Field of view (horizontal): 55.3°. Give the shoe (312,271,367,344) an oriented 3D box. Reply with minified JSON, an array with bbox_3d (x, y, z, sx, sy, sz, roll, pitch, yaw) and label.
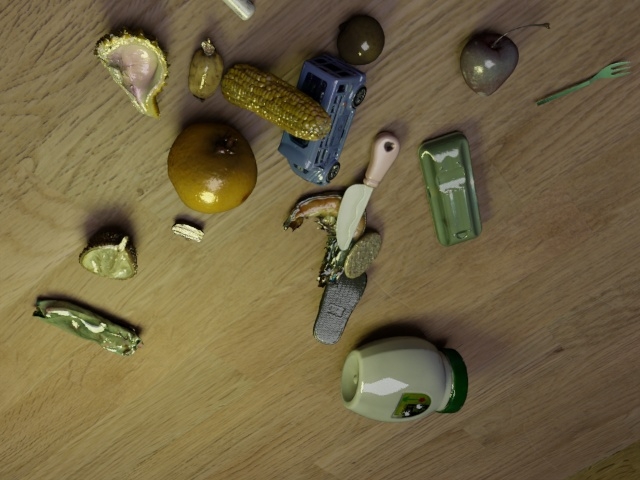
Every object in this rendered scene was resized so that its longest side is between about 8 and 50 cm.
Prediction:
[{"bbox_3d":[0.048,0.181,1.771,0.108,0.093,0.241,23,91,-5],"label":"shoe"}]

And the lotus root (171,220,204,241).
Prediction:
[{"bbox_3d":[-0.341,-0.029,1.573,0.083,0.030,0.037,21,114,-26],"label":"lotus root"}]

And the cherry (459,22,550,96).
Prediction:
[{"bbox_3d":[0.409,-0.404,1.386,0.188,0.115,0.148,-11,109,-9],"label":"cherry"}]

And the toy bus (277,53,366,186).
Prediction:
[{"bbox_3d":[-0.009,-0.257,1.373,0.133,0.125,0.292,-28,146,-48],"label":"toy bus"}]

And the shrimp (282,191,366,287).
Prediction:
[{"bbox_3d":[0.000,0.000,1.634,0.222,0.054,0.290,8,116,-19],"label":"shrimp"}]

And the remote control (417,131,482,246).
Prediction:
[{"bbox_3d":[0.348,-0.123,1.616,0.128,0.065,0.335,-17,128,5],"label":"remote control"}]

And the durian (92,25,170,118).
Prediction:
[{"bbox_3d":[-0.384,-0.357,1.291,0.140,0.078,0.224,-21,140,-10],"label":"durian"}]

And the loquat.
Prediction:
[{"bbox_3d":[-0.242,-0.162,1.380,0.208,0.208,0.208,-5,128,-7],"label":"loquat"}]

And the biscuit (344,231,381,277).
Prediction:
[{"bbox_3d":[0.116,0.039,1.675,0.152,0.020,0.152,-37,147,-30],"label":"biscuit"}]

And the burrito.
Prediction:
[{"bbox_3d":[-0.638,0.237,1.696,0.309,0.066,0.096,30,119,-26],"label":"burrito"}]

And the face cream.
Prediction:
[{"bbox_3d":[0.259,0.438,1.930,0.357,0.219,0.312,4,124,-18],"label":"face cream"}]

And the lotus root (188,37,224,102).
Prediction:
[{"bbox_3d":[-0.246,-0.363,1.314,0.072,0.063,0.152,18,129,0],"label":"lotus root"}]

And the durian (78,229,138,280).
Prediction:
[{"bbox_3d":[-0.519,0.024,1.537,0.148,0.091,0.188,22,142,-27],"label":"durian"}]

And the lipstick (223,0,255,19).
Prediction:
[{"bbox_3d":[-0.192,-0.506,1.232,0.040,0.040,0.141,-40,124,19],"label":"lipstick"}]

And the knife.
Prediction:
[{"bbox_3d":[0.105,-0.119,1.551,0.081,0.043,0.336,18,111,-19],"label":"knife"}]

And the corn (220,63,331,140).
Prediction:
[{"bbox_3d":[-0.095,-0.289,1.282,0.101,0.291,0.101,-35,144,-31],"label":"corn"}]

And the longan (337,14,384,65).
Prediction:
[{"bbox_3d":[0.083,-0.431,1.315,0.092,0.113,0.113,-25,147,-52],"label":"longan"}]

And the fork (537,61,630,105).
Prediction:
[{"bbox_3d":[0.642,-0.386,1.503,0.235,0.021,0.039,-21,124,7],"label":"fork"}]
